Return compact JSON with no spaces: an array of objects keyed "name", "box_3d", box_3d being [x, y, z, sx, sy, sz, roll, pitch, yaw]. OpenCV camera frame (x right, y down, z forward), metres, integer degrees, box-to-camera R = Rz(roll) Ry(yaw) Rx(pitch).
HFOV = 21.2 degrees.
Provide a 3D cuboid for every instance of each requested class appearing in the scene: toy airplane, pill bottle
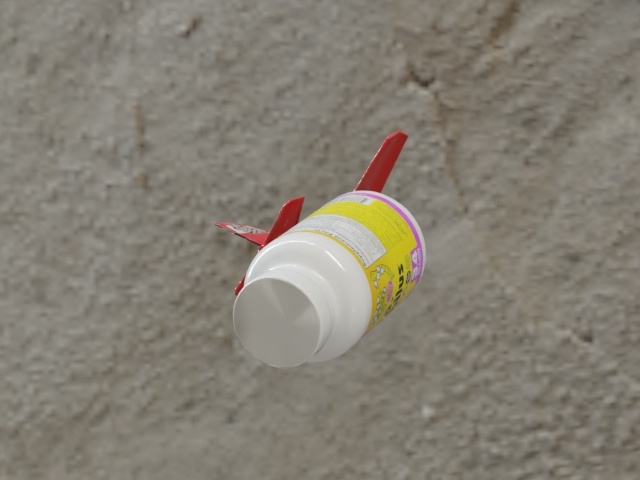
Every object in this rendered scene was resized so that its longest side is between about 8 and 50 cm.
[{"name":"toy airplane","box_3d":[0.000,0.000,0.976,0.028,0.151,0.151,45,120,33]},{"name":"pill bottle","box_3d":[0.002,0.014,0.563,0.043,0.083,0.043,7,110,22]}]
